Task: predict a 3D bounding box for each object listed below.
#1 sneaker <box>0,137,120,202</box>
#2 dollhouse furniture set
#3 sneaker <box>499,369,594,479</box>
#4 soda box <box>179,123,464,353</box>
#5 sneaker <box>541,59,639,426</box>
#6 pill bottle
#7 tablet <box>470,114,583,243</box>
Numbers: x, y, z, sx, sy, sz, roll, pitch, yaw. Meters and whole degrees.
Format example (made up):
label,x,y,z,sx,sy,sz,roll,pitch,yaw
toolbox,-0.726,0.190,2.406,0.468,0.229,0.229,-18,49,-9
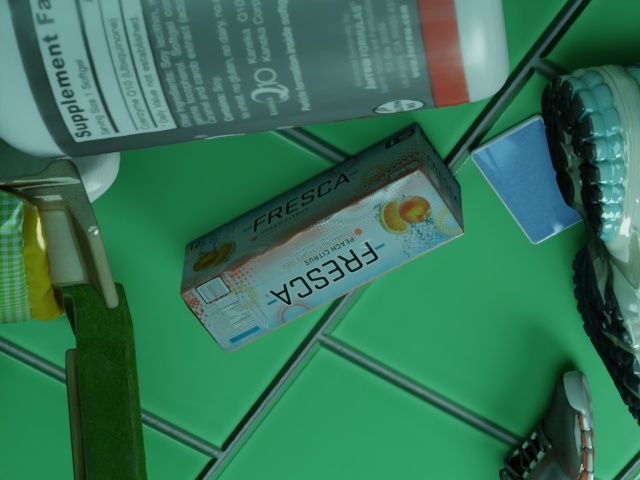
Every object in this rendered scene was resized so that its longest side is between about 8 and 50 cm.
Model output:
label,x,y,z,sx,sy,sz,roll,pitch,yaw
sneaker,-0.204,-0.007,1.226,0.212,0.080,0.094,-22,131,24
dollhouse furniture set,-0.214,0.082,1.136,0.198,0.151,0.301,-5,159,-2
sneaker,0.157,0.159,1.325,0.065,0.061,0.158,4,121,6
soda box,0.000,0.000,1.225,0.183,0.063,0.058,-27,118,17
sneaker,0.228,0.009,1.204,0.122,0.110,0.283,-18,126,-5
pill bottle,-0.087,-0.157,1.044,0.363,0.210,0.210,-7,121,6
tablet,0.140,-0.039,1.231,0.054,0.006,0.083,-29,116,18
